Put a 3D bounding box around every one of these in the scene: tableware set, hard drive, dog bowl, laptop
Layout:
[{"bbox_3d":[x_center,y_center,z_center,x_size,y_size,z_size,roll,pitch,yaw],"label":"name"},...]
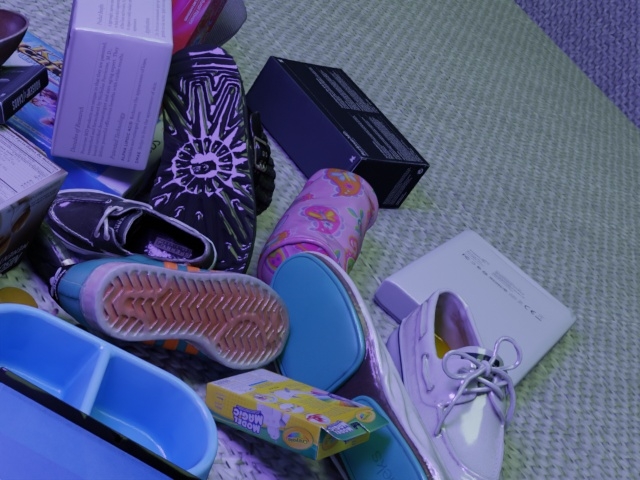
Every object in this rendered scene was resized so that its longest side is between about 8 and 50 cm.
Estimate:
[{"bbox_3d":[-0.298,0.102,1.326,0.154,0.024,0.104,34,29,-4],"label":"tableware set"},{"bbox_3d":[0.243,0.103,1.934,0.233,0.047,0.353,41,26,12],"label":"hard drive"},{"bbox_3d":[-0.229,0.163,1.218,0.297,0.074,0.166,29,33,-13],"label":"dog bowl"},{"bbox_3d":[-0.219,0.269,0.997,0.234,0.137,0.264,31,26,-7],"label":"laptop"}]

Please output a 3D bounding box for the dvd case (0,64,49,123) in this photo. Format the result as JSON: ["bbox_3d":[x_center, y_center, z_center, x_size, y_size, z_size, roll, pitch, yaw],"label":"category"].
[{"bbox_3d":[-0.445,-0.163,1.435,0.238,0.030,0.179,-1,21,5],"label":"dvd case"}]

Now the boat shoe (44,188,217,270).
[{"bbox_3d":[-0.225,-0.015,1.478,0.219,0.078,0.070,15,-13,6],"label":"boat shoe"}]

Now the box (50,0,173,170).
[{"bbox_3d":[-0.254,-0.213,1.566,0.119,0.182,0.181,9,34,-13],"label":"box"}]

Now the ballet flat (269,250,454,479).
[{"bbox_3d":[0.050,0.188,1.496,0.139,0.139,0.400,11,39,-40],"label":"ballet flat"}]

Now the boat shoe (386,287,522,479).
[{"bbox_3d":[0.184,0.181,1.602,0.135,0.156,0.367,25,27,-18],"label":"boat shoe"}]

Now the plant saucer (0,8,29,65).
[{"bbox_3d":[-0.489,-0.217,1.471,0.310,0.050,0.310,-2,20,1],"label":"plant saucer"}]

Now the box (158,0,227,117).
[{"bbox_3d":[-0.237,-0.292,1.799,0.128,0.257,0.123,34,24,-1],"label":"box"}]

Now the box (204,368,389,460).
[{"bbox_3d":[-0.025,0.189,1.386,0.179,0.043,0.105,14,13,34],"label":"box"}]

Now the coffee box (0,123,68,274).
[{"bbox_3d":[-0.375,-0.012,1.292,0.098,0.141,0.246,36,25,3],"label":"coffee box"}]

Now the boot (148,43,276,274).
[{"bbox_3d":[-0.133,-0.056,1.657,0.131,0.348,0.260,3,-16,3],"label":"boot"}]

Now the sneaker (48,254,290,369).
[{"bbox_3d":[-0.164,0.069,1.426,0.121,0.108,0.302,15,-3,43],"label":"sneaker"}]

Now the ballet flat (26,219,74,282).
[{"bbox_3d":[-0.314,-0.008,1.447,0.049,0.057,0.173,-14,50,-40],"label":"ballet flat"}]

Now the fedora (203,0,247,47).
[{"bbox_3d":[-0.208,-0.353,1.988,0.124,0.275,0.244,49,45,-29],"label":"fedora"}]

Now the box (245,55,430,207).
[{"bbox_3d":[0.024,-0.176,2.089,0.184,0.103,0.261,5,39,-51],"label":"box"}]

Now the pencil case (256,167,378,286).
[{"bbox_3d":[0.000,0.000,1.750,0.124,0.124,0.284,33,27,-4],"label":"pencil case"}]

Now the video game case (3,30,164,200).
[{"bbox_3d":[-0.337,-0.154,1.672,0.269,0.061,0.244,34,25,-2],"label":"video game case"}]
